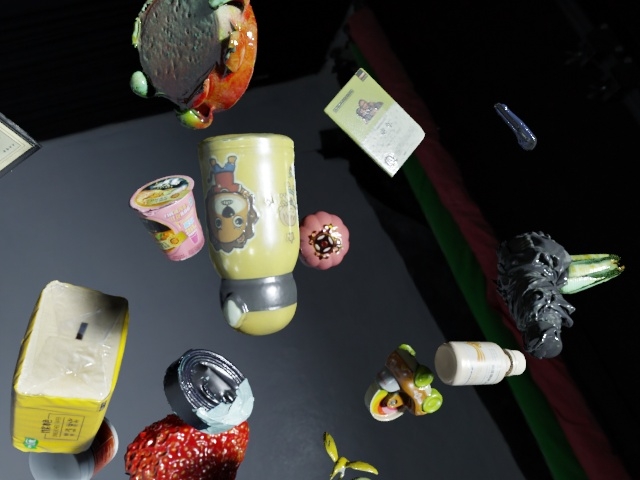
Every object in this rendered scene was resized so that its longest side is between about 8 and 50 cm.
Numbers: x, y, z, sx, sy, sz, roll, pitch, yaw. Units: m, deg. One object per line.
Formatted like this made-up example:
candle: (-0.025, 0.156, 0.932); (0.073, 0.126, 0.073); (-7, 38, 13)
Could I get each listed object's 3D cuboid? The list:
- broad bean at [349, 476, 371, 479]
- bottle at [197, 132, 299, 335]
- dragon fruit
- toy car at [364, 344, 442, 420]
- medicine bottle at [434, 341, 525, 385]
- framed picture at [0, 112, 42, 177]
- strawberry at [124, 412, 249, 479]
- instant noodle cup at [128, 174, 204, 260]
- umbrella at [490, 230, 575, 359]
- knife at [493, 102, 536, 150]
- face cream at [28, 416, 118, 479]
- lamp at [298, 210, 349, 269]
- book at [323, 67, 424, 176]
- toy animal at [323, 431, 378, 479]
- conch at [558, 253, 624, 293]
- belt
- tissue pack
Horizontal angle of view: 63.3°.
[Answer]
broad bean: (0.104, 0.890, 1.684); (0.119, 0.238, 0.291); (28, -28, 34)
bottle: (-0.119, -0.006, 0.932); (0.171, 0.171, 0.352); (-178, -97, -76)
dragon fruit: (-0.221, -0.344, 0.935); (0.295, 0.130, 0.269); (-18, -91, 34)
toy car: (0.238, 0.462, 1.607); (0.145, 0.235, 0.235); (-132, -154, -58)
medicine bottle: (0.439, 0.332, 1.406); (0.114, 0.252, 0.114); (-174, -90, -66)
framed picture: (-0.814, -0.227, 1.237); (0.010, 0.195, 0.199); (55, 2, 36)
strawberry: (-0.311, 0.527, 1.242); (0.261, 0.257, 0.261); (60, 15, -27)
instant noodle cup: (-0.534, -0.071, 1.882); (0.244, 0.243, 0.255); (-127, -161, -53)
umbrella: (0.412, 0.092, 0.961); (0.128, 0.154, 0.337); (49, 18, -15)
knife: (0.394, -0.232, 1.051); (0.121, 0.018, 0.031); (48, -46, -3)
face cream: (-0.790, 0.678, 1.673); (0.187, 0.200, 0.201); (-34, 107, -71)
lamp: (0.000, 0.000, 1.609); (0.140, 0.181, 0.182); (-158, -130, -73)
book: (0.204, -0.425, 1.886); (0.352, 0.239, 0.035); (42, -21, -12)
toy animal: (0.066, 0.740, 1.678); (0.219, 0.155, 0.095); (24, -56, 20)
conch: (0.622, 0.067, 1.220); (0.106, 0.170, 0.079); (56, 21, -49)
belt: (-0.235, 0.323, 1.103); (0.198, 0.078, 0.151); (41, 33, -15)
tissue pack: (-0.640, 0.334, 1.318); (0.382, 0.228, 0.294); (125, -31, -44)
